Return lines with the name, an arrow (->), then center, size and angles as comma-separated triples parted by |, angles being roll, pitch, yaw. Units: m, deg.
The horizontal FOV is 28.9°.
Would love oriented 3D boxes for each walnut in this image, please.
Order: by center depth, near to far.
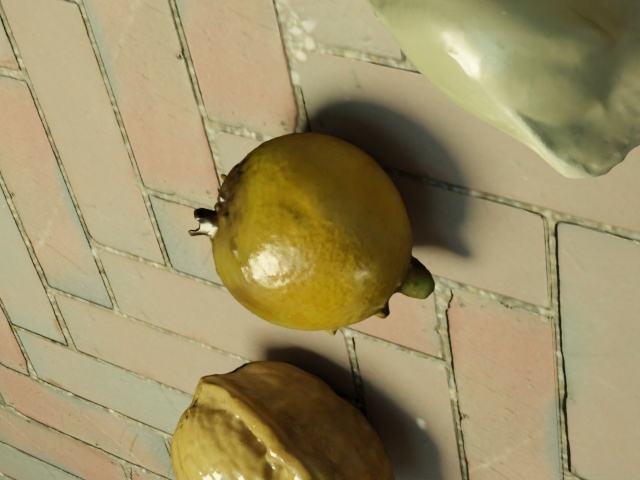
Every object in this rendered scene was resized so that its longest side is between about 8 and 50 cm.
walnut -> -0.040, 0.230, 1.260 | 0.245, 0.198, 0.198 | 47, 145, 3

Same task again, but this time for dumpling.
dumpling -> 0.124, -0.149, 0.773 | 0.229, 0.124, 0.151 | 40, 108, 13

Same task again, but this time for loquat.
loquat -> 0.000, 0.000, 1.013 | 0.204, 0.149, 0.172 | 29, 144, -9
